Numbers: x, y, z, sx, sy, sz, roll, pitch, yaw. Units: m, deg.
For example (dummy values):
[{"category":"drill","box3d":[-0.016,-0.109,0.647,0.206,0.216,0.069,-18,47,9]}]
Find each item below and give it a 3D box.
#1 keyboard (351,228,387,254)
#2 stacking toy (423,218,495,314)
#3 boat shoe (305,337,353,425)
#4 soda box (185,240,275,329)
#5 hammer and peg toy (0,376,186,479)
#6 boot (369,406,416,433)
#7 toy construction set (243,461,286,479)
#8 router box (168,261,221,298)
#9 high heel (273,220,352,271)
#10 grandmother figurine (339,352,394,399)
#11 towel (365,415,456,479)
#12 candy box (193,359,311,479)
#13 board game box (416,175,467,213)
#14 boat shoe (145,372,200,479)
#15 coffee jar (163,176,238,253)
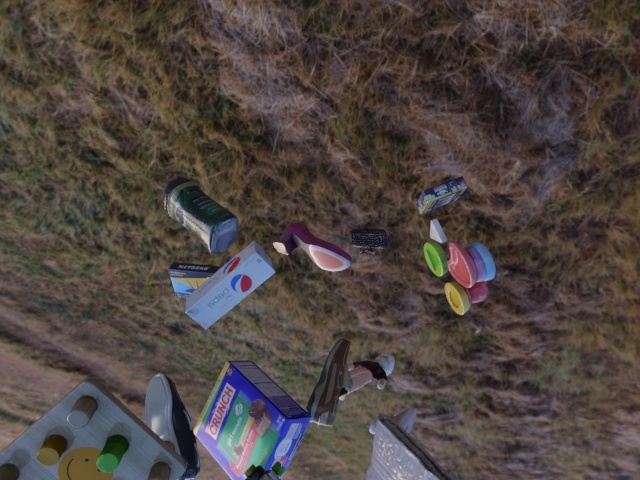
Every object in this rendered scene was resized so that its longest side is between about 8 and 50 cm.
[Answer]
[{"category":"keyboard","box3d":[0.171,0.008,1.832,0.038,0.100,0.192,-14,-172,-33]},{"category":"stacking toy","box3d":[0.486,0.071,1.705,0.130,0.279,0.309,-21,148,-10]},{"category":"boat shoe","box3d":[0.051,0.500,1.736,0.120,0.324,0.122,21,142,9]},{"category":"soda box","box3d":[-0.207,0.102,1.139,0.216,0.074,0.069,-40,115,7]},{"category":"hammer and peg toy","box3d":[-0.390,0.455,0.905,0.266,0.127,0.361,-40,103,0]},{"category":"boot","box3d":[0.269,0.662,1.834,0.124,0.095,0.258,13,-177,25]},{"category":"toy construction set","box3d":[-0.132,0.707,1.238,0.258,0.237,0.308,24,142,26]},{"category":"router box","box3d":[-0.420,0.145,1.709,0.179,0.046,0.133,4,126,14]},{"category":"high heel","box3d":[0.000,0.000,1.905,0.377,0.181,0.127,18,138,36]},{"category":"grandmother figurine","box3d":[0.187,0.546,2.041,0.342,0.208,0.104,-13,123,-43]},{"category":"towel","box3d":[0.160,0.469,0.897,0.049,0.187,0.282,8,-174,-24]},{"category":"candy box","box3d":[-0.217,0.561,1.520,0.317,0.268,0.122,29,-174,41]},{"category":"board game box","box3d":[0.410,-0.153,1.697,0.141,0.048,0.170,-20,169,-1]},{"category":"boat shoe","box3d":[-0.403,0.506,1.356,0.114,0.302,0.091,-39,142,24]},{"category":"coffee jar","box3d":[-0.268,-0.059,1.097,0.184,0.079,0.096,38,135,23]}]
